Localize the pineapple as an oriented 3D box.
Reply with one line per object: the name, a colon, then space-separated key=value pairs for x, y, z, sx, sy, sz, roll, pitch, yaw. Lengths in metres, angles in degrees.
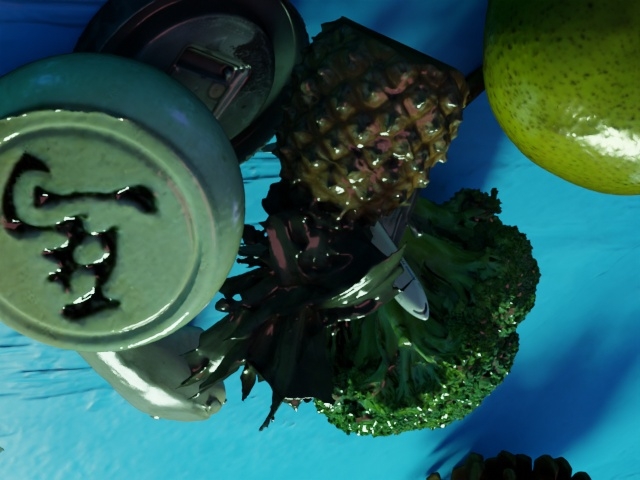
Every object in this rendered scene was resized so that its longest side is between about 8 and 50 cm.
pineapple: x=0.003 y=0.000 z=1.593 sx=0.165 sy=0.165 sz=0.364 roll=13 pitch=101 yaw=-42

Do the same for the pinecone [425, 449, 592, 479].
pinecone: x=0.211 y=0.357 z=2.134 sx=0.264 sy=0.264 sz=0.264 roll=-19 pitch=137 yaw=-20

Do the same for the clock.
clock: x=-0.113 y=-0.139 z=1.587 sx=0.215 sy=0.042 sz=0.215 roll=-20 pitch=137 yaw=-20

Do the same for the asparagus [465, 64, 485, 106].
asparagus: x=0.139 y=-0.138 z=1.781 sx=0.108 sy=0.021 sz=0.025 roll=-41 pitch=144 yaw=5

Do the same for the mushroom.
mushroom: x=-0.172 y=0.090 z=1.723 sx=0.096 sy=0.099 sz=0.278 roll=-44 pitch=136 yaw=0

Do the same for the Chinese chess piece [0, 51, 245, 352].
Chinese chess piece: x=-0.185 y=-0.028 z=1.514 sx=0.250 sy=0.101 sz=0.250 roll=3 pitch=120 yaw=5

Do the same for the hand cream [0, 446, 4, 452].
hand cream: x=-0.412 y=0.260 z=1.756 sx=0.248 sy=0.052 sz=0.075 roll=-44 pitch=162 yaw=0

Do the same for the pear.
pear: x=0.281 y=-0.173 z=1.665 sx=0.294 sy=0.294 sz=0.294 roll=-19 pitch=137 yaw=-20

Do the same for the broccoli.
broccoli: x=0.083 y=0.062 z=1.793 sx=0.269 sy=0.261 sz=0.241 roll=-20 pitch=116 yaw=20

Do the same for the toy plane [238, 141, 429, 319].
toy plane: x=0.033 y=-0.021 z=1.681 sx=0.226 sy=0.226 sz=0.058 roll=-31 pitch=171 yaw=-8
